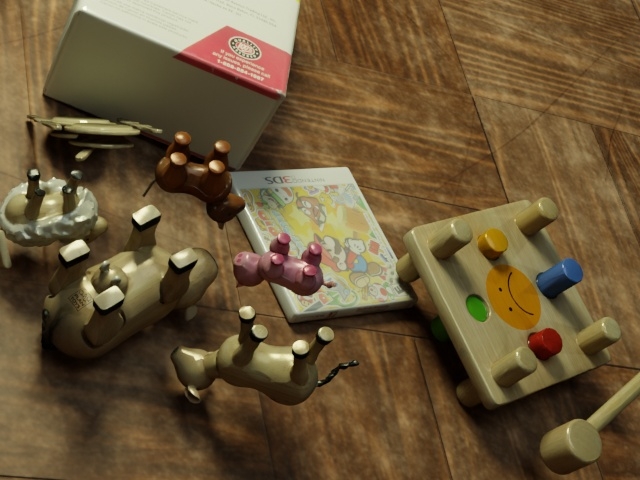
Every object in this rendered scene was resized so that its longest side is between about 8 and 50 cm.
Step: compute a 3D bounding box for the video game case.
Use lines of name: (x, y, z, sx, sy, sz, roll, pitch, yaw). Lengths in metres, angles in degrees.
video game case: (0.000, 0.000, 1.849, 0.206, 0.026, 0.227, -5, 57, -38)

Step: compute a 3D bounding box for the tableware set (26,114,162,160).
tableware set: (-0.272, -0.122, 1.680, 0.128, 0.039, 0.194, 0, 8, -22)

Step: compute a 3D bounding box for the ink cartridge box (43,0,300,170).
ink cartridge box: (-0.180, -0.315, 1.893, 0.279, 0.160, 0.385, 21, 44, -13)

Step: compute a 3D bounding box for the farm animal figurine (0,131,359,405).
farm animal figurine: (-0.166, 0.061, 1.577, 0.326, 0.172, 0.330, -11, 59, -25)

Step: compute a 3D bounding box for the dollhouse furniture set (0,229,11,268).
dollhouse furniture set: (-0.473, -0.043, 1.451, 0.212, 0.161, 0.242, -31, 117, -47)

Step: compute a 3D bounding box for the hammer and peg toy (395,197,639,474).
hammer and peg toy: (0.274, 0.125, 1.852, 0.266, 0.127, 0.361, -15, 73, -43)
